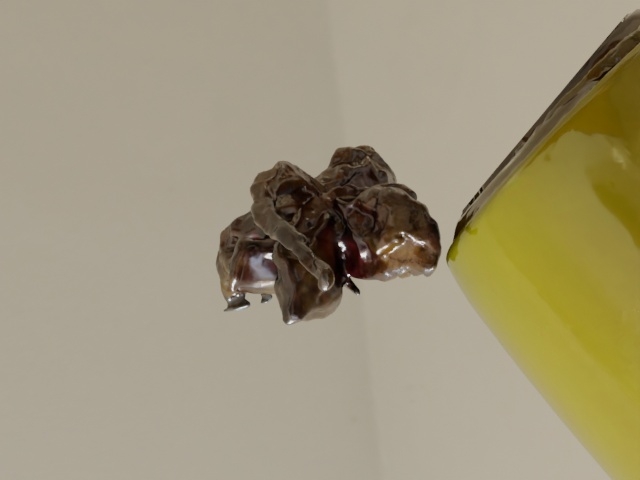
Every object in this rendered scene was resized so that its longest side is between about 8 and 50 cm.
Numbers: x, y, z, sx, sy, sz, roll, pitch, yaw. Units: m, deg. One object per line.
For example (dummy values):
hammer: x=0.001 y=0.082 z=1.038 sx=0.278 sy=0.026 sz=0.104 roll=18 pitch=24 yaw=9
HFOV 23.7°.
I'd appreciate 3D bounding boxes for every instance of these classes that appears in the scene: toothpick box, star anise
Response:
toothpick box: x=0.177 y=0.042 z=0.548 sx=0.271 sy=0.175 sz=0.175 roll=45 pitch=-128 yaw=7
star anise: x=0.000 y=0.000 z=0.638 sx=0.097 sy=0.190 sz=0.070 roll=-21 pitch=-73 yaw=-4
